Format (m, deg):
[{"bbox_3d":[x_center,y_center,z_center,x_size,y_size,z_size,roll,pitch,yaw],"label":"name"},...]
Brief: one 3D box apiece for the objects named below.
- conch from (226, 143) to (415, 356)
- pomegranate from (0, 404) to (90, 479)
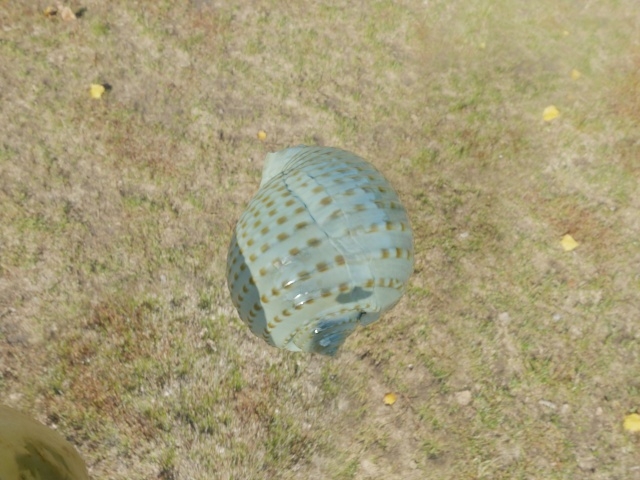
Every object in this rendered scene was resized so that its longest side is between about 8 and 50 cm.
[{"bbox_3d":[0.002,0.004,0.814,0.303,0.215,0.319,-15,93,-4],"label":"conch"},{"bbox_3d":[-0.334,0.262,0.426,0.308,0.307,0.307,4,61,-8],"label":"pomegranate"}]
